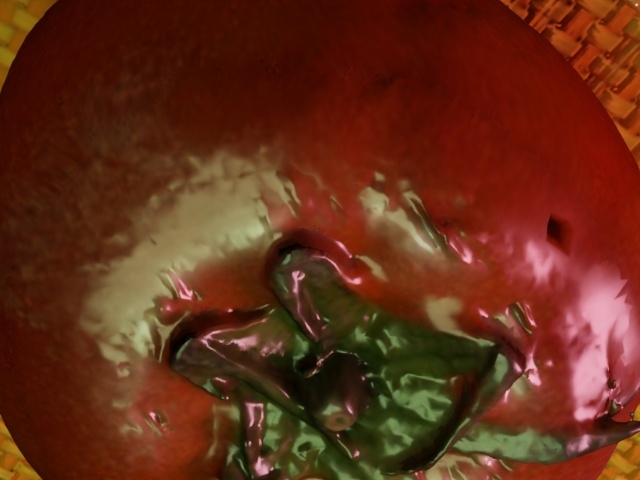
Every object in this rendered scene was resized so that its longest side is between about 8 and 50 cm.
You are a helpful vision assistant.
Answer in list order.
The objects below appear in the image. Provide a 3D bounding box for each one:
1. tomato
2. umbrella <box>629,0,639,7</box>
[{"bbox_3d":[0.000,0.000,0.915,0.341,0.273,0.341,-1,124,-1],"label":"tomato"},{"bbox_3d":[0.196,-0.154,0.862,0.040,0.037,0.144,29,133,-31],"label":"umbrella"}]
